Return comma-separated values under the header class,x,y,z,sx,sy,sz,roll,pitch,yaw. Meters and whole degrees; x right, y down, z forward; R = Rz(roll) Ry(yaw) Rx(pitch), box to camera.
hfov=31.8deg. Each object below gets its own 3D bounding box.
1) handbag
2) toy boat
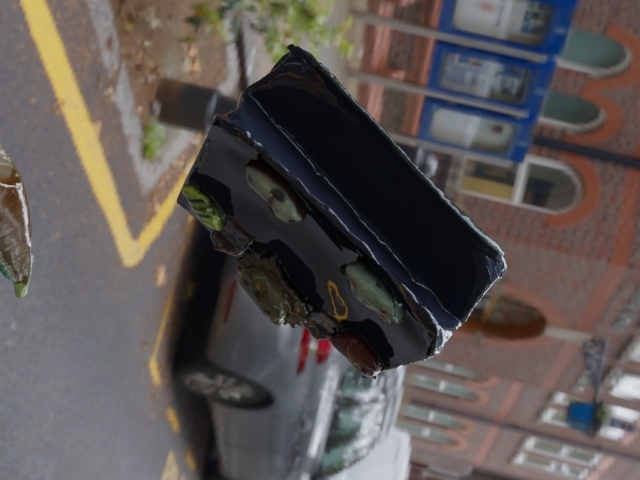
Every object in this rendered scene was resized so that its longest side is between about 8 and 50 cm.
class,x,y,z,sx,sy,sz,roll,pitch,yaw
handbag,0.000,0.000,1.141,0.122,0.303,0.329,-45,180,-24
toy boat,-0.377,-0.067,1.190,0.293,0.099,0.108,54,32,-18
